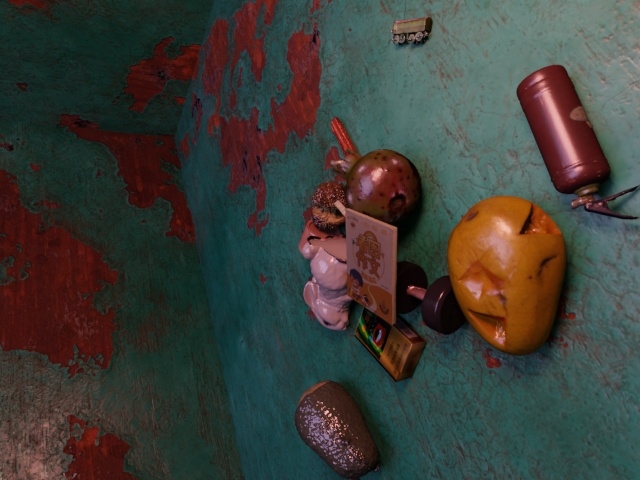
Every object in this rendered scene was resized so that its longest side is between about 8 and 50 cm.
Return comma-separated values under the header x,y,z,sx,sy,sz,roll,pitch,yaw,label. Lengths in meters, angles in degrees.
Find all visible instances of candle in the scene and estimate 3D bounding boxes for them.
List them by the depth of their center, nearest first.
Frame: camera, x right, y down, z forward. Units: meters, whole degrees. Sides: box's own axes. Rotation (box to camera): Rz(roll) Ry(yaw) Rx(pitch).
x,y,z,sx,sy,sz,roll,pitch,yaw,label
0.104,-0.328,1.472,0.051,0.048,0.329,-43,55,33,candle

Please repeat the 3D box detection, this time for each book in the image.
x,y,z,sx,sy,sz,roll,pitch,yaw,label
0.141,0.072,1.152,0.208,0.020,0.295,28,129,51,book
0.135,-0.023,1.311,0.024,0.228,0.160,-40,49,4,book

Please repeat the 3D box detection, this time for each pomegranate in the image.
x,y,z,sx,sy,sz,roll,pitch,yaw,label
0.157,-0.158,1.232,0.306,0.242,0.242,19,107,52,pomegranate

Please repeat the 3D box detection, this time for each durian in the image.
x,y,z,sx,sy,sz,roll,pitch,yaw,label
0.031,-0.137,1.495,0.196,0.167,0.196,-44,39,52,durian

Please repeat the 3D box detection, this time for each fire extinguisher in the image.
x,y,z,sx,sy,sz,roll,pitch,yaw,label
0.522,-0.189,0.814,0.138,0.102,0.343,-19,73,20,fire extinguisher

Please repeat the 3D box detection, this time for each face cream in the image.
x,y,z,sx,sy,sz,roll,pitch,yaw,label
0.000,0.000,1.551,0.149,0.149,0.104,53,132,41,face cream

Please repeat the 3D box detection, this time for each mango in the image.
x,y,z,sx,sy,sz,roll,pitch,yaw,label
0.421,0.080,0.916,0.253,0.182,0.364,-6,97,53,mango

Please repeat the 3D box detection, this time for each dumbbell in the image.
x,y,z,sx,sy,sz,roll,pitch,yaw,label
0.290,0.154,1.121,0.218,0.153,0.152,20,109,54,dumbbell

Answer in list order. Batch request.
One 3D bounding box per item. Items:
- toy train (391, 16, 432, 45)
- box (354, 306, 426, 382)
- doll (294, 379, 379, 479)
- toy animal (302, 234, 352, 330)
x,y,z,sx,sy,sz,roll,pitch,yaw,label
0.271,-0.626,1.210,0.148,0.038,0.070,31,118,51,toy train
0.218,0.316,1.313,0.240,0.071,0.159,42,128,48,box
0.063,0.682,1.445,0.349,0.247,0.247,39,123,41,doll
0.040,0.160,1.464,0.258,0.194,0.357,22,122,9,toy animal
